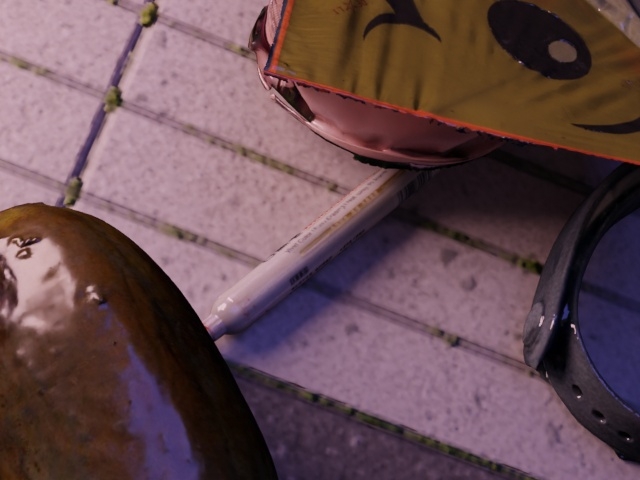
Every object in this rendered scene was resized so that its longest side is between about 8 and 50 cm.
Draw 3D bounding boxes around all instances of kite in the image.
[{"bbox_3d":[0.133,-0.133,0.869,0.377,0.013,0.327,-28,65,-35],"label":"kite"}]

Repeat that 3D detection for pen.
[{"bbox_3d":[0.000,0.000,0.913,0.026,0.026,0.218,46,60,9],"label":"pen"}]

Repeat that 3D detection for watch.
[{"bbox_3d":[0.221,0.034,0.942,0.193,0.068,0.206,20,61,-7],"label":"watch"}]

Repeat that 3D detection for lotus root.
[{"bbox_3d":[-0.099,0.086,0.776,0.123,0.124,0.241,-24,73,-7],"label":"lotus root"}]

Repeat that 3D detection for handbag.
[{"bbox_3d":[0.060,-0.132,0.931,0.205,0.116,0.179,-32,67,-35],"label":"handbag"}]
